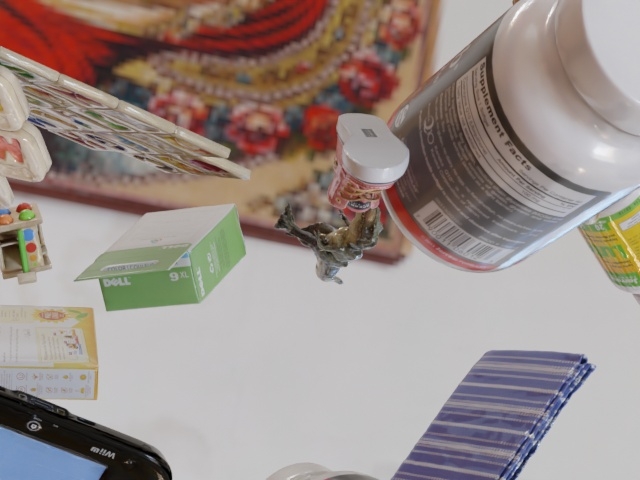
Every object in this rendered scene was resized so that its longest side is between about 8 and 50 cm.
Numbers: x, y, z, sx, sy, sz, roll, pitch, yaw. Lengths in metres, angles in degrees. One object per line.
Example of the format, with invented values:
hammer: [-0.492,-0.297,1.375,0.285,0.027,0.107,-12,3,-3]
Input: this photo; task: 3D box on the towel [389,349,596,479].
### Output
towel: [0.211,0.284,2.299,0.336,0.040,0.243,-52,-157,-22]

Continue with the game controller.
game controller: [-0.311,0.217,1.692,0.166,0.319,0.067,-50,-156,42]

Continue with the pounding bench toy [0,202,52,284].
pounding bench toy: [-0.309,0.002,1.753,0.083,0.052,0.065,-129,-151,-63]

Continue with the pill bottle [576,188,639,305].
pill bottle: [0.459,-0.009,2.470,0.136,0.246,0.136,-24,-145,19]

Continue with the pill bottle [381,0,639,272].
pill bottle: [0.222,-0.120,1.628,0.363,0.210,0.210,-38,-139,56]

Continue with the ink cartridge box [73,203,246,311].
ink cartridge box: [-0.163,0.026,1.768,0.209,0.109,0.062,-52,133,-65]

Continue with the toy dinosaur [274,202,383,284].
toy dinosaur: [0.000,0.000,2.125,0.064,0.118,0.268,-59,-179,-19]

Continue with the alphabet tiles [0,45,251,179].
alphabet tiles: [-0.241,-0.122,1.523,0.285,0.342,0.011,7,-104,58]

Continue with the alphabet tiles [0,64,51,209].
alphabet tiles: [-0.373,-0.118,1.441,0.278,0.284,0.021,79,27,-54]

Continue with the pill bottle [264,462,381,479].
pill bottle: [0.044,0.337,1.714,0.318,0.176,0.176,25,-76,61]

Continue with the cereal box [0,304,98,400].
cereal box: [-0.369,0.122,1.878,0.173,0.240,0.047,-112,-154,-67]

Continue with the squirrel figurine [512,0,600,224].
squirrel figurine: [0.398,-0.177,2.000,0.370,0.397,0.281,114,-20,-49]

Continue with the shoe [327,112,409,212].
shoe: [0.045,-0.061,1.627,0.178,0.063,0.081,-109,-158,-70]
